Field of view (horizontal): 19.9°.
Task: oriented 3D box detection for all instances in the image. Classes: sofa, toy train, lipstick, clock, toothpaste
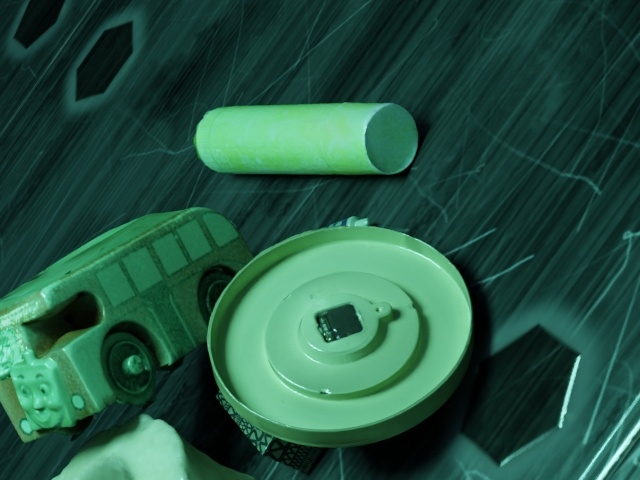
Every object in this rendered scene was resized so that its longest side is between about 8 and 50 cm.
[{"bbox_3d":[-0.046,0.165,1.676,0.039,0.060,0.118,-58,33,7],"label":"sofa"},{"bbox_3d":[-0.181,0.071,1.734,0.129,0.159,0.326,-22,6,39],"label":"toy train"},{"bbox_3d":[-0.021,-0.103,1.869,0.304,0.076,0.076,5,66,53],"label":"lipstick"},{"bbox_3d":[0.017,0.078,1.580,0.235,0.029,0.235,-5,47,5],"label":"clock"},{"bbox_3d":[0.000,0.000,1.799,0.140,0.021,0.037,-21,39,44],"label":"toothpaste"}]

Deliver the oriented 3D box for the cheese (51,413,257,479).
[{"bbox_3d":[-0.156,0.330,1.587,0.292,0.153,0.332,-52,33,6],"label":"cheese"}]
